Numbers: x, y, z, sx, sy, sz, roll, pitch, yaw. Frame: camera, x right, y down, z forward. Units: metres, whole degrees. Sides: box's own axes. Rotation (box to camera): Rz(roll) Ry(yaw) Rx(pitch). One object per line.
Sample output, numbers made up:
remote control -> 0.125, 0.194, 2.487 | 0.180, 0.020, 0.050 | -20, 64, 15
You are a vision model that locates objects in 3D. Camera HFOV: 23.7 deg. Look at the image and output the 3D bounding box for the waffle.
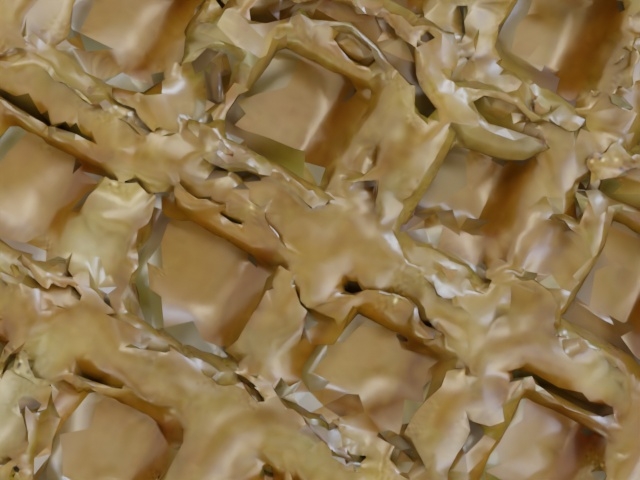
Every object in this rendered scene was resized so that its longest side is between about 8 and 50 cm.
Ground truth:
waffle -> 0.000, 0.000, 0.387 | 0.308, 0.213, 0.091 | -62, -173, -5
